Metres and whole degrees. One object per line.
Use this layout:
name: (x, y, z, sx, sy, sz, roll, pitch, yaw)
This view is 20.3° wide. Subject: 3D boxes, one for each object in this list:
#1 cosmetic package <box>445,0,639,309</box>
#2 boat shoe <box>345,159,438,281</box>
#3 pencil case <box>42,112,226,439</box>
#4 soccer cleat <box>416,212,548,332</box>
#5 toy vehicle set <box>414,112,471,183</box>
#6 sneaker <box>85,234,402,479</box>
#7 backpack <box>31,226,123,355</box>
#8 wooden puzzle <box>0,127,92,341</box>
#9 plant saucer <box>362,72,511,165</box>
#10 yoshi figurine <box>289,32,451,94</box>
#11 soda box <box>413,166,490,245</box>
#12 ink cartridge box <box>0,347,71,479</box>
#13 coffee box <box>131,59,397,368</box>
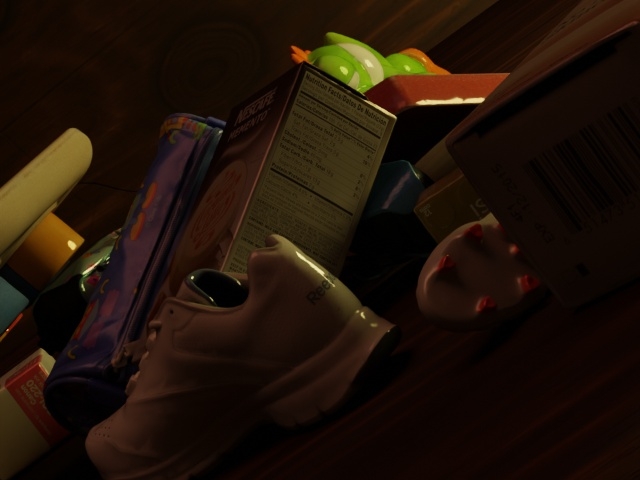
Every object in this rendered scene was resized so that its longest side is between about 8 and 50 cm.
cosmetic package: (0.215, -0.100, 1.087, 0.153, 0.129, 0.296, -33, 7, 36)
boat shoe: (0.049, -0.009, 1.526, 0.109, 0.089, 0.258, -50, 12, -2)
pencil case: (-0.132, 0.033, 1.538, 0.133, 0.119, 0.306, 110, -179, -63)
soccer cleat: (0.122, 0.008, 1.138, 0.196, 0.068, 0.076, -40, -7, -39)
toy vehicle set: (0.203, -0.130, 1.451, 0.166, 0.035, 0.267, -27, -9, -33)
sneaker: (-0.075, 0.087, 1.275, 0.297, 0.129, 0.111, -33, 9, 37)
backpack: (-0.160, 0.063, 1.709, 0.144, 0.166, 0.188, -30, 13, 30)
wooden puzzle: (-0.340, 0.084, 1.713, 0.348, 0.080, 0.322, -53, 2, 24)
plant saucer: (0.071, -0.094, 1.695, 0.258, 0.047, 0.259, -7, -17, -47)
yoshi figurine: (0.073, -0.153, 2.252, 0.203, 0.203, 0.362, 8, 6, 17)
soda box: (0.161, -0.054, 1.340, 0.181, 0.061, 0.058, -34, 7, 15)
ink cartridge box: (-0.373, 0.224, 2.006, 0.218, 0.092, 0.158, -38, 7, -4)
coffee box: (-0.045, -0.001, 1.436, 0.141, 0.098, 0.246, -26, 40, 58)
